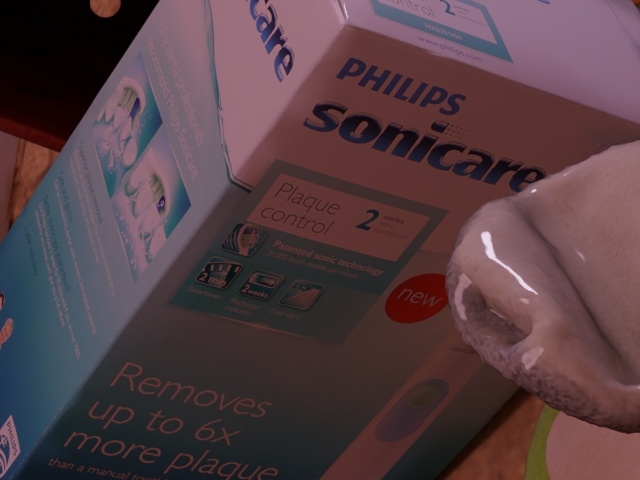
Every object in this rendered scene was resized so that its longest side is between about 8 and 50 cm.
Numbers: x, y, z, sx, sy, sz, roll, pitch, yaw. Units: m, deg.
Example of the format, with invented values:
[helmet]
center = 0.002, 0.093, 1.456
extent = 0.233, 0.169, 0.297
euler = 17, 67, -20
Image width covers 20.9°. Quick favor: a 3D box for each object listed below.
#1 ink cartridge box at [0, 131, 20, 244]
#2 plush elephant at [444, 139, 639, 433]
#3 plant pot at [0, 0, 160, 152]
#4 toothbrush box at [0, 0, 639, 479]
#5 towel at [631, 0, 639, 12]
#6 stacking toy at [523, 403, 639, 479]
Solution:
[ink cartridge box]
center = -0.353, -0.045, 1.200
extent = 0.066, 0.296, 0.261
euler = -17, 61, 47
[plush elephant]
center = 0.190, -0.022, 0.497
extent = 0.330, 0.272, 0.255
euler = 102, -169, -53
[plant pot]
center = -0.075, -0.174, 0.960
extent = 0.267, 0.267, 0.236
euler = -67, 21, 5
[toothbrush box]
center = 0.000, 0.000, 0.788
extent = 0.295, 0.216, 0.126
euler = -52, 41, 29
[towel]
center = 0.160, -0.167, 0.839
extent = 0.102, 0.021, 0.237
euler = -14, 64, 47
[stacking toy]
center = 0.079, 0.179, 0.698
extent = 0.309, 0.130, 0.279
euler = -40, 47, 33
